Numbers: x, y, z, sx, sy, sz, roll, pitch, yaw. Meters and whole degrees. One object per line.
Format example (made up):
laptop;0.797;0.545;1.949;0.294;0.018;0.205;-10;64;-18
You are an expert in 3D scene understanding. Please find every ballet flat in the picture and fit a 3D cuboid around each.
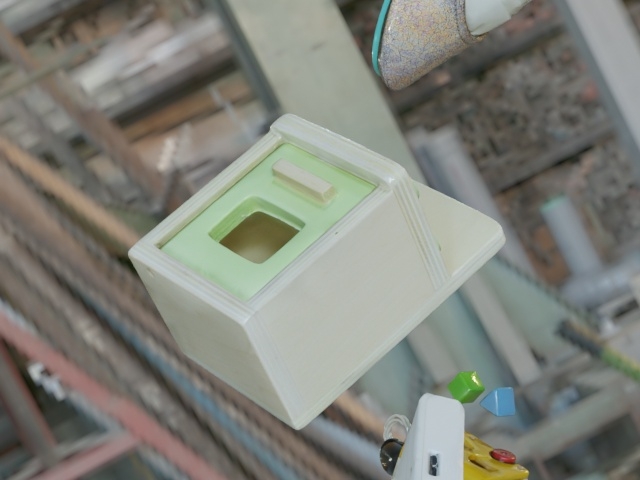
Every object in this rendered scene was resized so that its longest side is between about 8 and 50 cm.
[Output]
ballet flat;0.143;-0.247;1.419;0.316;0.106;0.107;-66;-26;-12

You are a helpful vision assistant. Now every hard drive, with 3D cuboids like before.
hard drive;0.051;0.297;1.425;0.040;0.307;0.203;15;25;-2

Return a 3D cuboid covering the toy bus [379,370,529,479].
toy bus;0.124;0.253;2.020;0.104;0.191;0.202;1;-25;-44

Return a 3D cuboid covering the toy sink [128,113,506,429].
toy sink;0.000;0.000;1.413;0.234;0.131;0.153;-40;41;-19
